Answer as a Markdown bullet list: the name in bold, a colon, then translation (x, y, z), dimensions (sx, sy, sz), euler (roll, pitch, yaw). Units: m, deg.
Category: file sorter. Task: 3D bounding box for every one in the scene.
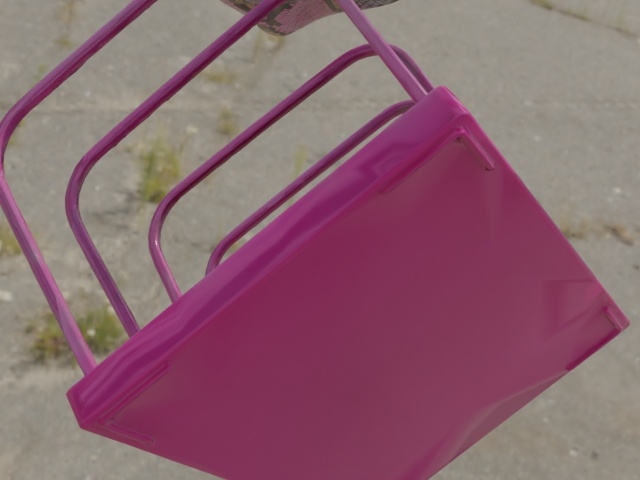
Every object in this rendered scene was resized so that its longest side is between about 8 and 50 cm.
- **file sorter**: translation (0.000, 0.000, 0.642), dimensions (0.182, 0.202, 0.290), euler (57, 10, 32)

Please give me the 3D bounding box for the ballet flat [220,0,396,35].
- **ballet flat**: translation (0.003, -0.157, 0.624), dimensions (0.079, 0.077, 0.221), euler (7, -8, -33)
